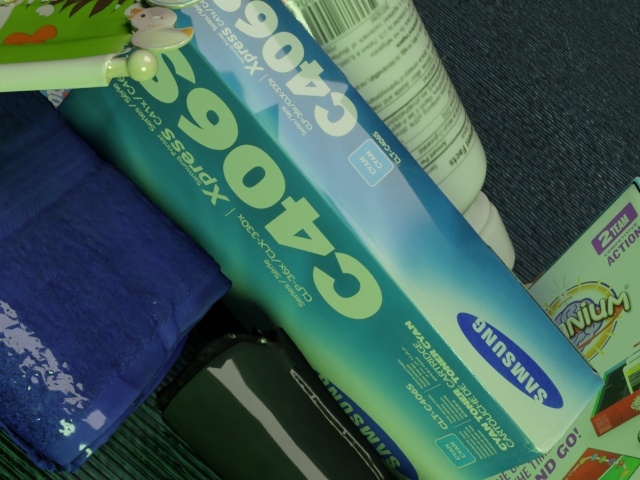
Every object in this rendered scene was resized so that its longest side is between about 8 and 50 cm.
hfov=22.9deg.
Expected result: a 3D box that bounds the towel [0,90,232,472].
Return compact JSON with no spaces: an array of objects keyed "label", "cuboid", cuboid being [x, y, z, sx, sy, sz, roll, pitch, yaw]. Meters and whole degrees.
[{"label":"towel","cuboid":[-0.203,-0.024,0.867,0.308,0.076,0.227,46,24,-4]}]

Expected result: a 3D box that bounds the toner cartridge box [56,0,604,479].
[{"label":"toner cartridge box","cuboid":[0.000,0.000,0.974,0.348,0.165,0.075,49,56,-4]}]

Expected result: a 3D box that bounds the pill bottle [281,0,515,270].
[{"label":"pill bottle","cuboid":[0.017,-0.078,1.088,0.283,0.160,0.160,62,22,-22]}]

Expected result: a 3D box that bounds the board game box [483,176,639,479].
[{"label":"board game box","cuboid":[0.199,0.153,0.986,0.064,0.242,0.316,19,35,-35]}]

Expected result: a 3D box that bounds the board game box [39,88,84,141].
[{"label":"board game box","cuboid":[-0.213,-0.065,0.975,0.145,0.027,0.281,17,48,-33]}]

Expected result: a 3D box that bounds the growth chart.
[{"label":"growth chart","cuboid":[-0.145,-0.139,0.880,0.172,0.021,0.237,-8,33,7]}]

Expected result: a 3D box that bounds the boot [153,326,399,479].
[{"label":"boot","cuboid":[-0.020,0.157,0.871,0.207,0.094,0.246,46,22,4]}]

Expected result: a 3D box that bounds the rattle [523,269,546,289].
[{"label":"rattle","cuboid":[0.223,0.055,1.262,0.200,0.143,0.130,19,58,-47]}]
